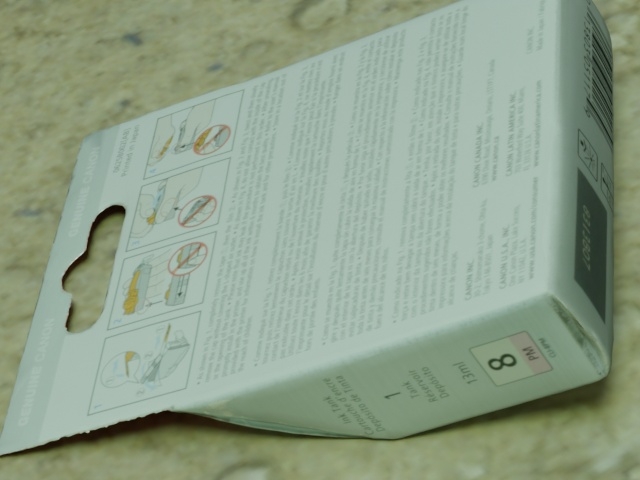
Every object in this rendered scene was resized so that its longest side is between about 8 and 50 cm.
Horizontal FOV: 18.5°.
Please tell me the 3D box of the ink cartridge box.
[{"bbox_3d":[0.000,0.000,0.768,0.232,0.066,0.189,-22,38,26],"label":"ink cartridge box"}]
